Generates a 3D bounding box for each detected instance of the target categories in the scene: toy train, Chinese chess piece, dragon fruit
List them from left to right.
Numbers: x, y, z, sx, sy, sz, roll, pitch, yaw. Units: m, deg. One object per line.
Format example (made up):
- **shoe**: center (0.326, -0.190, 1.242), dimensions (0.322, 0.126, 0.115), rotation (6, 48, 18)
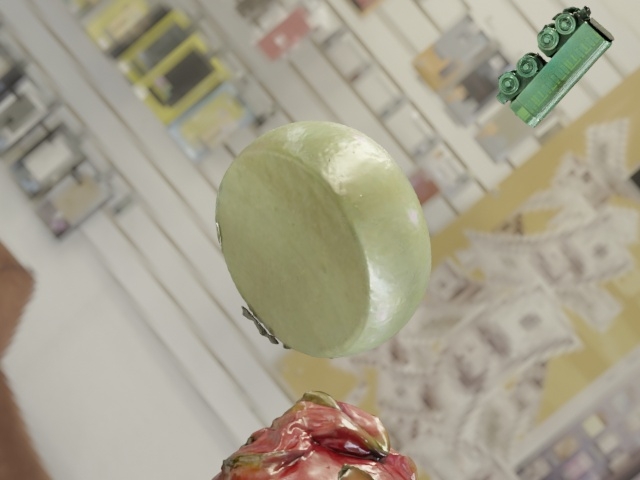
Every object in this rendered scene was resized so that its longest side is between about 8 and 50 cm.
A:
- **dragon fruit**: center (-0.013, 0.284, 1.252), dimensions (0.250, 0.315, 0.250), rotation (31, -12, 7)
- **Chinese chess piece**: center (0.000, 0.000, 1.585), dimensions (0.092, 0.238, 0.238), rotation (-27, 72, -39)
- **toy train**: center (0.262, -0.199, 1.882), dimensions (0.071, 0.148, 0.038), rotation (43, 22, 5)
